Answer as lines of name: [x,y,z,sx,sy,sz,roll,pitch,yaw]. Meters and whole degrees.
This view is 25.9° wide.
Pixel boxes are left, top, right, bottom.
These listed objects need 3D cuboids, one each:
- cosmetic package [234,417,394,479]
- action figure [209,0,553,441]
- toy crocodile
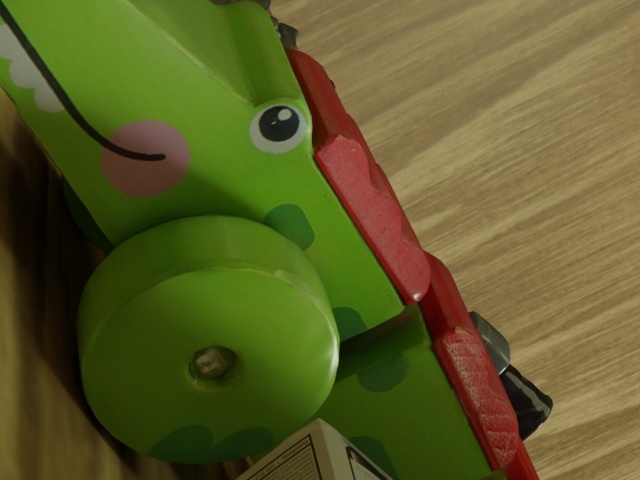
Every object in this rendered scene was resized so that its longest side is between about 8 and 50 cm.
cosmetic package: [0.063,0.151,0.341,0.239,0.060,0.099,44,16,-30]
action figure: [0.000,0.000,0.636,0.285,0.099,0.185,59,13,-9]
toy crocodile: [0.008,0.039,0.407,0.340,0.105,0.115,60,6,-30]
